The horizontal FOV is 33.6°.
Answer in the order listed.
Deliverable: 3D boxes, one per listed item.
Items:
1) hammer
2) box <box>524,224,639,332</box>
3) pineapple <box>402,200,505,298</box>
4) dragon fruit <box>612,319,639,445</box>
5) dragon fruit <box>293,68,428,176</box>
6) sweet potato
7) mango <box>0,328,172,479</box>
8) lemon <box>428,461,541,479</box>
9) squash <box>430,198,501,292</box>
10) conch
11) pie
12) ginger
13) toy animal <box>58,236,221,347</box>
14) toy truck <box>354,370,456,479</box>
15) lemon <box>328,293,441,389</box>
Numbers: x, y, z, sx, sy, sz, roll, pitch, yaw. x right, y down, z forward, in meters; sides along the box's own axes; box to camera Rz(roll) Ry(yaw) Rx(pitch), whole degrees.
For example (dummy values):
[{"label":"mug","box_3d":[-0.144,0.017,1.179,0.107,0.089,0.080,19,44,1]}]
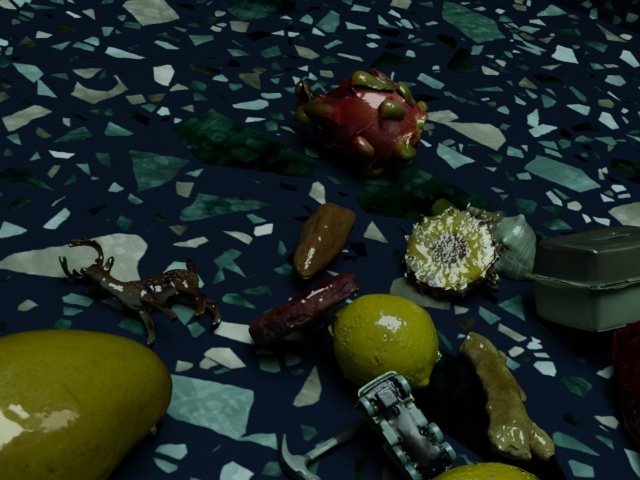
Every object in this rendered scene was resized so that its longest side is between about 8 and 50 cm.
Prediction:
[{"label":"hammer","box_3d":[0.031,0.321,1.738,0.103,0.029,0.246,36,41,28]},{"label":"box","box_3d":[0.570,0.070,2.072,0.290,0.166,0.220,-9,11,-27]},{"label":"pineapple","box_3d":[0.264,0.021,2.123,0.221,0.047,0.221,-6,60,11]},{"label":"dragon fruit","box_3d":[0.683,0.315,1.901,0.329,0.228,0.286,20,65,-24]},{"label":"dragon fruit","box_3d":[0.092,-0.271,2.416,0.307,0.243,0.227,-7,46,42]},{"label":"sweet potato","box_3d":[0.000,0.000,2.103,0.097,0.097,0.252,20,35,10]},{"label":"mango","box_3d":[-0.399,0.256,1.534,0.445,0.221,0.301,-19,44,-41]},{"label":"lemon","box_3d":[0.228,0.445,1.435,0.257,0.258,0.310,13,35,0]},{"label":"squash","box_3d":[0.285,0.000,2.211,0.071,0.080,0.318,-32,40,7]},{"label":"conch","box_3d":[0.393,0.007,2.204,0.137,0.114,0.234,-22,52,-20]},{"label":"pie","box_3d":[-0.026,0.120,1.870,0.218,0.204,0.054,-28,87,-29]},{"label":"ginger","box_3d":[0.313,0.268,1.861,0.118,0.065,0.299,12,35,-25]},{"label":"toy animal","box_3d":[-0.324,0.089,1.916,0.243,0.087,0.260,-1,34,-41]},{"label":"toy truck","box_3d":[0.134,0.313,1.701,0.085,0.116,0.191,-31,74,-15]},{"label":"lemon","box_3d":[0.109,0.176,1.831,0.206,0.173,0.173,23,37,6]}]
